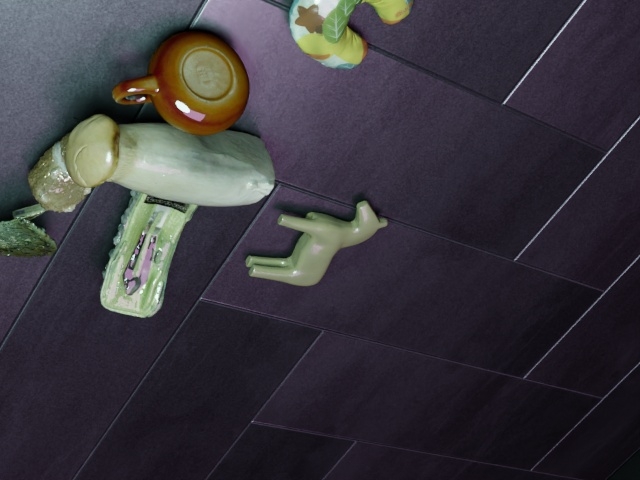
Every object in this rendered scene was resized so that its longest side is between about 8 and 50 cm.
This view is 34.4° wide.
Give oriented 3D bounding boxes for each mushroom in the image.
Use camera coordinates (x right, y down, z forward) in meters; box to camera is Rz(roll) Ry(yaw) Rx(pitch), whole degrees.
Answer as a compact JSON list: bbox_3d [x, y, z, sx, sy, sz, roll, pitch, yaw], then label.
[{"bbox_3d":[-0.237,-0.129,1.786,0.407,0.154,0.137,0,146,-43],"label":"mushroom"}]

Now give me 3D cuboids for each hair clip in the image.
[{"bbox_3d":[-0.330,-0.007,1.981,0.138,0.091,0.321,16,112,-24],"label":"hair clip"}]

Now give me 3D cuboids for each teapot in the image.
[{"bbox_3d":[-0.231,-0.254,1.742,0.252,0.178,0.135,-11,168,-28],"label":"teapot"}]

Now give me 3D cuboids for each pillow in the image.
[{"bbox_3d":[0.056,-0.403,1.780,0.233,0.086,0.214,-44,143,16],"label":"pillow"}]

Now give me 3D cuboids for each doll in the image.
[{"bbox_3d":[-0.449,-0.108,1.814,0.105,0.115,0.221,19,121,-47],"label":"doll"}]

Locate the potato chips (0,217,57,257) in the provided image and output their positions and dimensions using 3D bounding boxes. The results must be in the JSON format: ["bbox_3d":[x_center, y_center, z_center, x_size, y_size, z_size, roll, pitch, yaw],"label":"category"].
[{"bbox_3d":[-0.585,-0.007,1.853,0.220,0.029,0.202,9,162,-6],"label":"potato chips"}]

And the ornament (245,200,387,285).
[{"bbox_3d":[0.000,0.000,2.139,0.245,0.061,0.230,11,124,-29],"label":"ornament"}]
